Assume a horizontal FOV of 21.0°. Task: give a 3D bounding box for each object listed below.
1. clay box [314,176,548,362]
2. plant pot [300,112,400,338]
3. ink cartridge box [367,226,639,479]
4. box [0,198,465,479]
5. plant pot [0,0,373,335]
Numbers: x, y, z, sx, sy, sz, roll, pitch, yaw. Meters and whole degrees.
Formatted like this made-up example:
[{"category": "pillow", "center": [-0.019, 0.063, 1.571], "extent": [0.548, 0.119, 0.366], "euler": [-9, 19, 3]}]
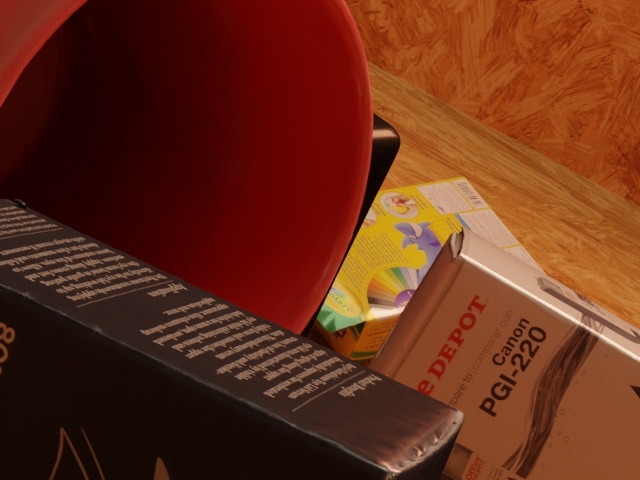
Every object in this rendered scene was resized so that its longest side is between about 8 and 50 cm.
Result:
[{"category": "clay box", "center": [0.056, 0.022, 1.342], "extent": [0.222, 0.053, 0.127], "euler": [-11, 50, -35]}, {"category": "plant pot", "center": [-0.095, -0.035, 1.121], "extent": [0.187, 0.188, 0.167], "euler": [38, 23, 28]}, {"category": "ink cartridge box", "center": [0.140, 0.115, 1.102], "extent": [0.218, 0.158, 0.092], "euler": [30, 12, 0]}, {"category": "box", "center": [-0.076, 0.094, 0.611], "extent": [0.207, 0.153, 0.108], "euler": [25, 12, 13]}, {"category": "plant pot", "center": [-0.148, -0.058, 0.915], "extent": [0.243, 0.275, 0.275], "euler": [28, 7, 41]}]
